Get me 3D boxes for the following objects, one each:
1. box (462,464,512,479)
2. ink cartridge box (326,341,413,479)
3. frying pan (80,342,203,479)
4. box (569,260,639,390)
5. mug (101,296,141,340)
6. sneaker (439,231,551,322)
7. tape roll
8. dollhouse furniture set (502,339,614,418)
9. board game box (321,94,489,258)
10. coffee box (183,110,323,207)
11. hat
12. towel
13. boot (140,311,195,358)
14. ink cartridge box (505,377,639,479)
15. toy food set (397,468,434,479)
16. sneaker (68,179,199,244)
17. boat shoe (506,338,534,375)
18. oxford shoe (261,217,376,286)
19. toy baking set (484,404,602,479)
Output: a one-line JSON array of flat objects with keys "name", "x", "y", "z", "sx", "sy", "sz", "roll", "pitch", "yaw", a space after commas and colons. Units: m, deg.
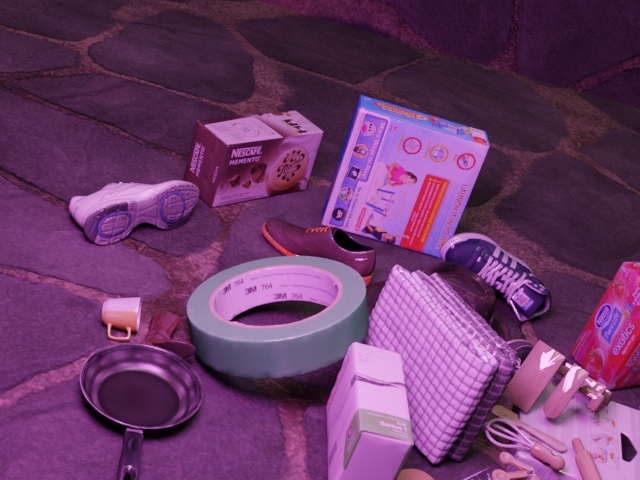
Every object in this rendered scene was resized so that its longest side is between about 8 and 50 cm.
[{"name": "box", "x": 0.288, "y": 0.468, "z": 1.461, "sx": 0.183, "sy": 0.056, "sz": 0.231, "roll": -10, "pitch": 40, "yaw": -41}, {"name": "ink cartridge box", "x": 0.074, "y": 0.295, "z": 1.522, "sx": 0.093, "sy": 0.160, "sz": 0.219, "roll": 15, "pitch": 31, "yaw": -9}, {"name": "frying pan", "x": -0.263, "y": 0.277, "z": 1.476, "sx": 0.197, "sy": 0.053, "sz": 0.326, "roll": 0, "pitch": 37, "yaw": -30}, {"name": "box", "x": 0.645, "y": 0.175, "z": 1.943, "sx": 0.128, "sy": 0.257, "sz": 0.122, "roll": -1, "pitch": 38, "yaw": -31}, {"name": "mug", "x": -0.351, "y": 0.132, "z": 1.659, "sx": 0.064, "sy": 0.062, "sz": 0.078, "roll": 6, "pitch": 25, "yaw": -6}, {"name": "sneaker", "x": 0.393, "y": 0.084, "z": 2.064, "sx": 0.282, "sy": 0.099, "sz": 0.153, "roll": 23, "pitch": 25, "yaw": -34}, {"name": "tape roll", "x": -0.075, "y": 0.129, "z": 1.684, "sx": 0.321, "sy": 0.077, "sz": 0.321, "roll": -5, "pitch": 24, "yaw": 2}, {"name": "dollhouse furniture set", "x": 0.444, "y": 0.288, "z": 1.759, "sx": 0.144, "sy": 0.123, "sz": 0.151, "roll": 35, "pitch": -1, "yaw": 27}, {"name": "board game box", "x": 0.189, "y": -0.142, "z": 2.163, "sx": 0.302, "sy": 0.308, "sz": 0.086, "roll": 16, "pitch": 28, "yaw": -6}, {"name": "coffee box", "x": -0.155, "y": -0.195, "z": 2.198, "sx": 0.297, "sy": 0.168, "sz": 0.119, "roll": -13, "pitch": 42, "yaw": -43}, {"name": "hat", "x": 0.261, "y": 0.124, "z": 1.940, "sx": 0.331, "sy": 0.134, "sz": 0.331, "roll": 14, "pitch": 31, "yaw": -9}, {"name": "towel", "x": 0.196, "y": 0.212, "z": 1.659, "sx": 0.121, "sy": 0.235, "sz": 0.283, "roll": -1, "pitch": 36, "yaw": -36}, {"name": "boot", "x": -0.260, "y": 0.163, "z": 1.664, "sx": 0.106, "sy": 0.037, "sz": 0.114, "roll": 3, "pitch": 26, "yaw": 7}, {"name": "ink cartridge box", "x": 0.469, "y": 0.367, "z": 1.727, "sx": 0.239, "sy": 0.060, "sz": 0.275, "roll": 22, "pitch": 30, "yaw": 4}, {"name": "toy food set", "x": 0.155, "y": 0.404, "z": 1.529, "sx": 0.083, "sy": 0.020, "sz": 0.082, "roll": -10, "pitch": 41, "yaw": -40}, {"name": "sneaker", "x": -0.381, "y": -0.084, "z": 1.955, "sx": 0.297, "sy": 0.111, "sz": 0.129, "roll": -13, "pitch": 37, "yaw": -44}, {"name": "boat shoe", "x": 0.356, "y": 0.252, "z": 1.826, "sx": 0.206, "sy": 0.075, "sz": 0.065, "roll": -19, "pitch": 25, "yaw": -37}, {"name": "oxford shoe", "x": 0.000, "y": 0.000, "z": 2.027, "sx": 0.271, "sy": 0.098, "sz": 0.097, "roll": 24, "pitch": 31, "yaw": 15}, {"name": "toy baking set", "x": 0.375, "y": 0.366, "z": 1.588, "sx": 0.197, "sy": 0.030, "sz": 0.256, "roll": 14, "pitch": 30, "yaw": -7}]
